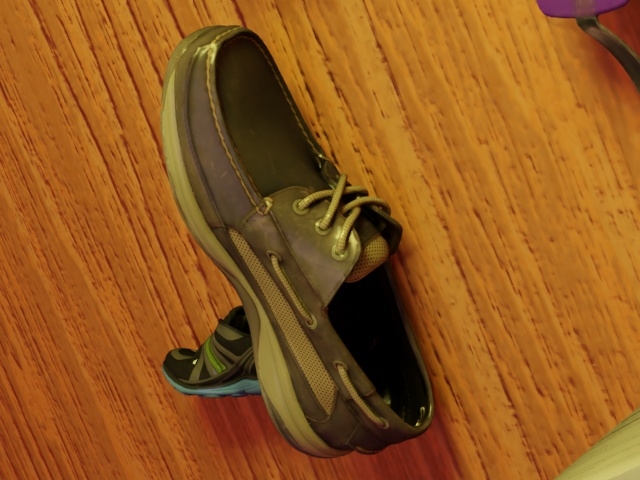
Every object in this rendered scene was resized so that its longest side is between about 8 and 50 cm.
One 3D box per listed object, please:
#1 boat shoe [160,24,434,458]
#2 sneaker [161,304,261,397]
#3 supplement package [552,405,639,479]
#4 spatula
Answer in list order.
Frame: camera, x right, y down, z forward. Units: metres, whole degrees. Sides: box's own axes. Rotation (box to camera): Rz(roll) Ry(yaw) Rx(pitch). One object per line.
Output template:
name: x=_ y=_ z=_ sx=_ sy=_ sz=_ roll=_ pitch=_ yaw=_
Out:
boat shoe: x=0.000 y=0.000 z=1.046 sx=0.130 sy=0.132 sz=0.355 roll=-6 pitch=116 yaw=37
sneaker: x=-0.069 y=0.096 z=1.210 sx=0.188 sy=0.067 sz=0.078 roll=-13 pitch=81 yaw=50
supplement package: x=0.243 y=0.132 z=0.762 sx=0.139 sy=0.244 sz=0.134 roll=56 pitch=140 yaw=4
spatula: x=0.189 y=-0.089 z=0.831 sx=0.084 sy=0.030 sz=0.296 roll=4 pitch=127 yaw=59
